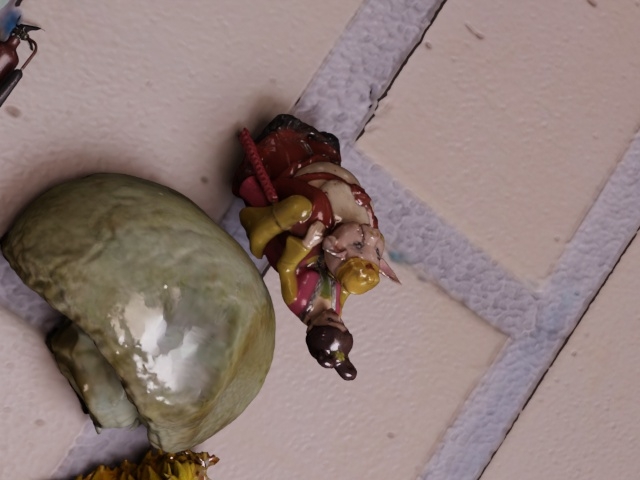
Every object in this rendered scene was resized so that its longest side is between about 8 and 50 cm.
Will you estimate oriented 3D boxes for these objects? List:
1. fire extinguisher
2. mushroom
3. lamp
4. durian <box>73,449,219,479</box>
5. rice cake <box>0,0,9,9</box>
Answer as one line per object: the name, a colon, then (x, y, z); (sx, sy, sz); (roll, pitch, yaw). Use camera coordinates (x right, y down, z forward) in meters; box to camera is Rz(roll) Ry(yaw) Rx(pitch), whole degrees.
fire extinguisher: (-0.281, -0.110, 1.582); (0.035, 0.049, 0.173); (39, 81, -23)
mushroom: (-0.127, 0.065, 1.641); (0.189, 0.164, 0.267); (-33, 115, -18)
lamp: (0.000, 0.000, 1.649); (0.118, 0.253, 0.118); (-9, 128, -12)
durian: (-0.217, 0.322, 1.693); (0.195, 0.185, 0.305); (17, 101, -8)
rice cake: (-0.238, -0.247, 1.577); (0.245, 0.042, 0.045); (-50, 132, -11)
